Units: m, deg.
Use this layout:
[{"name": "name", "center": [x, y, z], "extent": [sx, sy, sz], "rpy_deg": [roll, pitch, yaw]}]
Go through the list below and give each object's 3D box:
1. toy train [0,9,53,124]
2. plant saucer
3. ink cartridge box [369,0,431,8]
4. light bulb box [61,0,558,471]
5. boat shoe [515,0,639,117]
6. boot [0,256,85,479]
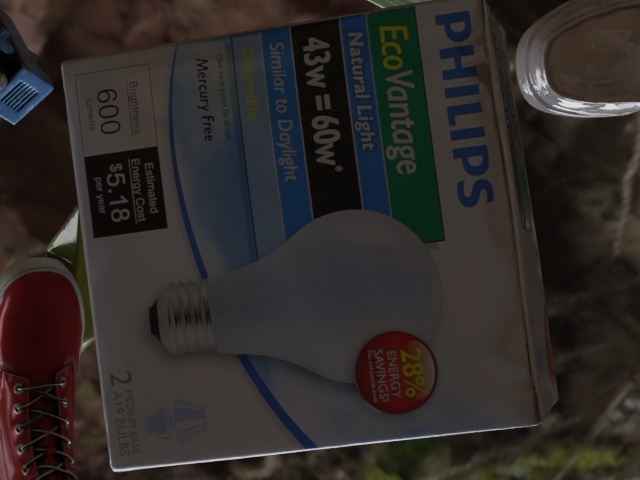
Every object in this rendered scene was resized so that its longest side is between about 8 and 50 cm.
[{"name": "toy train", "center": [-0.362, -0.212, 1.732], "extent": [0.105, 0.080, 0.184], "rpy_deg": [39, -167, -52]}, {"name": "plant saucer", "center": [-0.313, 0.070, 2.049], "extent": [0.045, 0.188, 0.188], "rpy_deg": [8, -112, -21]}, {"name": "ink cartridge box", "center": [0.118, -0.338, 1.617], "extent": [0.171, 0.235, 0.056], "rpy_deg": [28, -170, 8]}, {"name": "light bulb box", "center": [0.000, 0.000, 1.398], "extent": [0.225, 0.361, 0.357], "rpy_deg": [3, -102, -79]}, {"name": "boat shoe", "center": [0.283, -0.151, 1.199], "extent": [0.277, 0.098, 0.096], "rpy_deg": [-12, -170, -15]}, {"name": "boot", "center": [-0.233, 0.151, 1.376], "extent": [0.088, 0.244, 0.176], "rpy_deg": [-4, -145, -20]}]
